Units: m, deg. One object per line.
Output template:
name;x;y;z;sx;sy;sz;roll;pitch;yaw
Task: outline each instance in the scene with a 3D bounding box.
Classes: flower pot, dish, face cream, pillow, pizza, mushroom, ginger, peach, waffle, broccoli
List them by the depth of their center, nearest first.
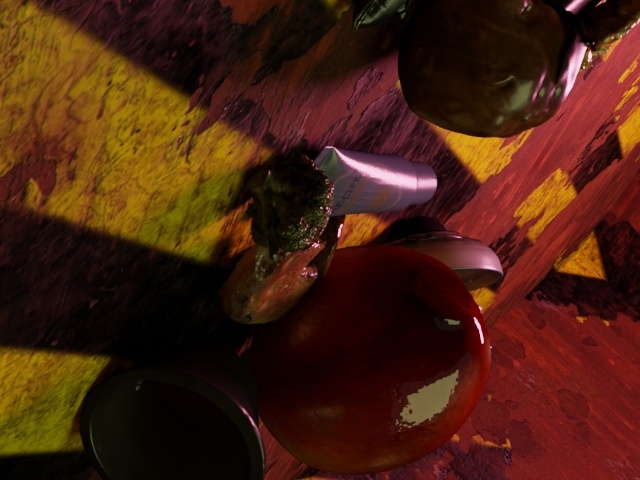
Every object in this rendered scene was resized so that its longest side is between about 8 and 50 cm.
pillow;0.086;-0.300;1.554;0.091;0.055;0.136;-3;136;-42
broccoli;-0.043;-0.048;1.748;0.131;0.130;0.120;-40;127;12
ginger;0.199;-0.239;1.755;0.223;0.269;0.200;13;105;-29
pizza;-0.077;0.046;1.920;0.161;0.085;0.305;-37;167;-13
flower pot;-0.188;0.249;1.924;0.269;0.269;0.166;-56;-175;31
face cream;0.061;-0.083;1.985;0.136;0.086;0.385;-53;159;21
mushroom;0.000;0.000;2.039;0.123;0.052;0.123;-160;-90;-81
peach;0.086;0.182;2.133;0.388;0.388;0.388;-42;164;-15
waffle;0.429;-0.325;2.235;0.302;0.068;0.325;-45;-171;-29
dish;0.186;0.020;2.465;0.273;0.134;0.273;-6;168;-1

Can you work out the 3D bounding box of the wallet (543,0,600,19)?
wallet;0.392;-0.374;2.099;0.406;0.062;0.228;-43;177;-16
